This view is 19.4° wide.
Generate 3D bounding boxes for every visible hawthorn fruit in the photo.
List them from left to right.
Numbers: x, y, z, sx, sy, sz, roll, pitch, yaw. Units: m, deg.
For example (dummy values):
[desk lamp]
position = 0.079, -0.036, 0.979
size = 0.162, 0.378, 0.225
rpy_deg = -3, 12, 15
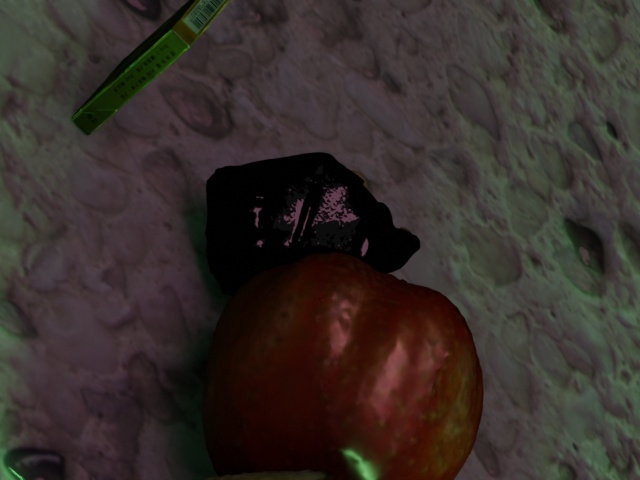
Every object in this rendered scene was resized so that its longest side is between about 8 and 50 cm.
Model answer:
[hawthorn fruit]
position = 0.015, 0.185, 1.863
size = 0.287, 0.287, 0.330
rpy_deg = 29, 64, -28

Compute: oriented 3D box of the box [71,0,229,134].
[box]
position = -0.173, -0.193, 1.939
size = 0.030, 0.193, 0.121
rpy_deg = 45, 44, -11

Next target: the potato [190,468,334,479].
[potato]
position = -0.108, 0.351, 1.656
size = 0.301, 0.288, 0.237
rpy_deg = -14, 97, -46

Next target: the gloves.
[gloves]
position = 0.002, 0.001, 2.043
size = 0.301, 0.152, 0.197
rpy_deg = -8, 99, -60
